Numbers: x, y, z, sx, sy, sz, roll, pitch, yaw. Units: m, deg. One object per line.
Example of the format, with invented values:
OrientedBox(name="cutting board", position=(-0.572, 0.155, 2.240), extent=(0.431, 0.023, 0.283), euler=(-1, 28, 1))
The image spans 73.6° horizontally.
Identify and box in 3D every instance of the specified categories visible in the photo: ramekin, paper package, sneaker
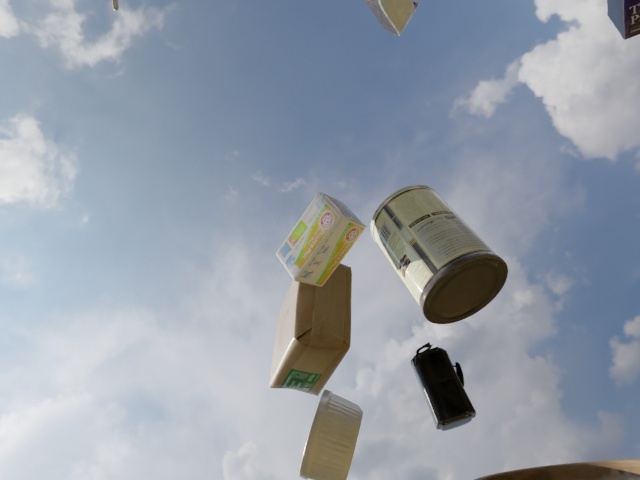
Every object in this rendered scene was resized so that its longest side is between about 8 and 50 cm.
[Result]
OrientedBox(name="ramekin", position=(0.031, 0.481, 1.039), extent=(0.109, 0.207, 0.207), euler=(15, -75, 9))
OrientedBox(name="paper package", position=(-0.032, 0.266, 1.315), extent=(0.168, 0.309, 0.324), euler=(15, -45, -10))
OrientedBox(name="sneaker", position=(0.161, -0.652, 1.071), extent=(0.123, 0.106, 0.290), euler=(-51, -30, 12))

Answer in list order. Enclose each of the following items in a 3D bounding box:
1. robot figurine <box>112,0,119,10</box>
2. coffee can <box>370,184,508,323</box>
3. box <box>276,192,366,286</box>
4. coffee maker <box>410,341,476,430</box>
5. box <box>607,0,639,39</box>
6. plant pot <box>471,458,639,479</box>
OrientedBox(name="robot figurine", position=(-0.291, -0.457, 0.462), extent=(0.300, 0.199, 0.353), euler=(-14, -58, 28))
OrientedBox(name="coffee can", position=(0.263, 0.025, 0.998), extent=(0.202, 0.275, 0.201), euler=(-13, -47, -14))
OrientedBox(name="box", position=(0.000, 0.000, 1.075), extent=(0.103, 0.114, 0.203), euler=(19, -67, -45))
OrientedBox(name="coffee maker", position=(0.304, 0.379, 1.095), extent=(0.120, 0.178, 0.171), euler=(-36, -42, 20))
OrientedBox(name="box", position=(0.610, -0.472, 0.670), extent=(0.261, 0.103, 0.184), euler=(-16, -44, 27))
OrientedBox(name="plant pot", position=(0.291, 0.308, 0.459), extent=(0.238, 0.237, 0.109), euler=(7, -118, -30))
